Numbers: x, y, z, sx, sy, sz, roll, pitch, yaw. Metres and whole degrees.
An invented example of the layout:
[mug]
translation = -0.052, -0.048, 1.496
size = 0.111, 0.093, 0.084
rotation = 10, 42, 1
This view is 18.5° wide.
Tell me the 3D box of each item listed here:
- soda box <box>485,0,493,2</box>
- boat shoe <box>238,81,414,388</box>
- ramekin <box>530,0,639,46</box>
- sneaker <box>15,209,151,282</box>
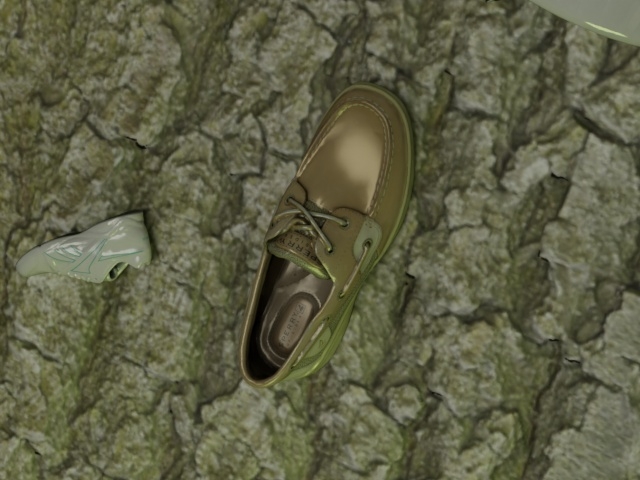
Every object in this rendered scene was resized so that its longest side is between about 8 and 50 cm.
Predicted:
[soda box]
translation = 0.142, -0.297, 1.730
size = 0.060, 0.053, 0.169
rotation = -25, 90, 25
[boat shoe]
translation = 0.000, 0.000, 1.822
size = 0.109, 0.098, 0.302
rotation = 27, 109, 16
[ramekin]
translation = 0.236, -0.268, 1.582
size = 0.277, 0.277, 0.135
rotation = 33, 118, 14
[sneaker]
translation = -0.235, 0.018, 1.953
size = 0.152, 0.054, 0.061
rotation = -17, 95, 24
